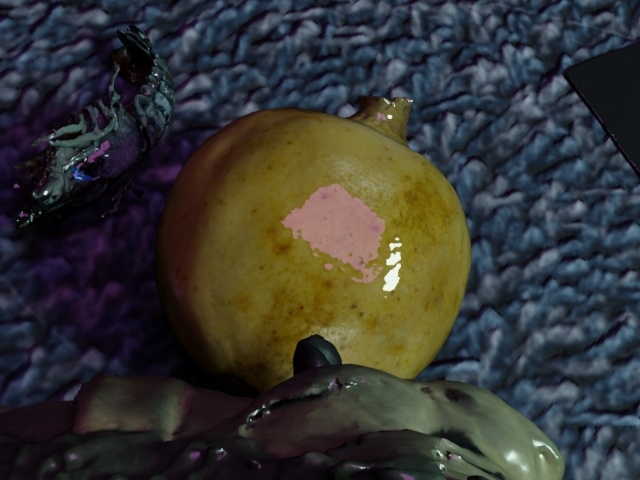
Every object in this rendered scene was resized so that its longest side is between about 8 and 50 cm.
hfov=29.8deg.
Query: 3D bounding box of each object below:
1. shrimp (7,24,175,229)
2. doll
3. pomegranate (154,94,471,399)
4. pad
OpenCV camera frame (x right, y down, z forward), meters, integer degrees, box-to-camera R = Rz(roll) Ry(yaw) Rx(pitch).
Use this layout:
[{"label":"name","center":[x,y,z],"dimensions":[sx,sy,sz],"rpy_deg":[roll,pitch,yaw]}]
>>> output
[{"label":"shrimp","center":[-0.131,-0.069,0.745],"dimensions":[0.076,0.082,0.174],"rpy_deg":[24,50,2]},{"label":"doll","center":[-0.036,0.153,0.496],"dimensions":[0.247,0.349,0.247],"rpy_deg":[3,86,-39]},{"label":"pomegranate","center":[0.000,0.000,0.689],"dimensions":[0.196,0.196,0.196],"rpy_deg":[8,59,-13]},{"label":"pad","center":[0.313,-0.060,0.923],"dimensions":[0.163,0.004,0.243],"rpy_deg":[-22,70,-27]}]
